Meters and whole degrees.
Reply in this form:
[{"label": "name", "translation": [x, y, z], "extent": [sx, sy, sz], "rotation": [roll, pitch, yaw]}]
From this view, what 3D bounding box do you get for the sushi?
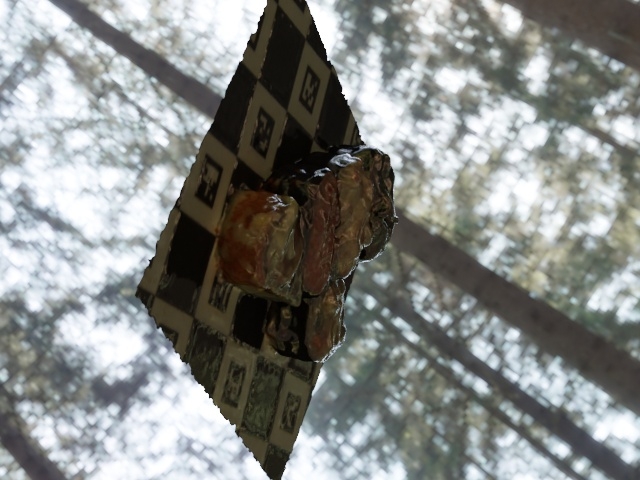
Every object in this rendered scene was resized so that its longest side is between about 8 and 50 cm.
[{"label": "sushi", "translation": [0.000, 0.000, 1.062], "extent": [0.339, 0.069, 0.320], "rotation": [64, -140, -53]}]
